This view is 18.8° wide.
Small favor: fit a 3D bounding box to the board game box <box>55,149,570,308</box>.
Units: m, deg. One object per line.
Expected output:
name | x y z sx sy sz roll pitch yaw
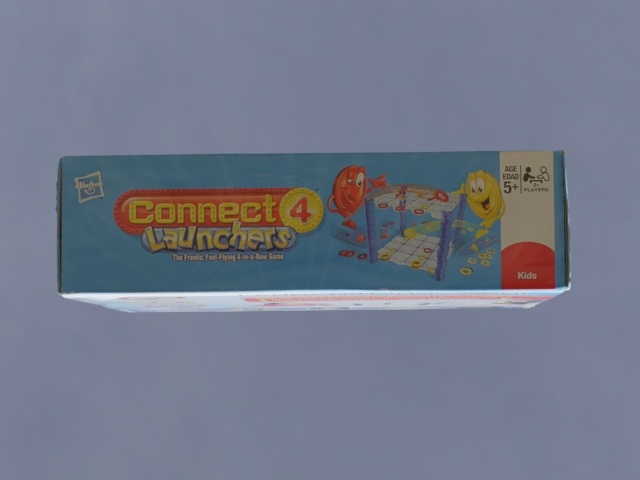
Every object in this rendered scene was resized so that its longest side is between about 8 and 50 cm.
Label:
board game box | 0.000 0.000 1.293 0.308 0.302 0.086 -1 -94 2
